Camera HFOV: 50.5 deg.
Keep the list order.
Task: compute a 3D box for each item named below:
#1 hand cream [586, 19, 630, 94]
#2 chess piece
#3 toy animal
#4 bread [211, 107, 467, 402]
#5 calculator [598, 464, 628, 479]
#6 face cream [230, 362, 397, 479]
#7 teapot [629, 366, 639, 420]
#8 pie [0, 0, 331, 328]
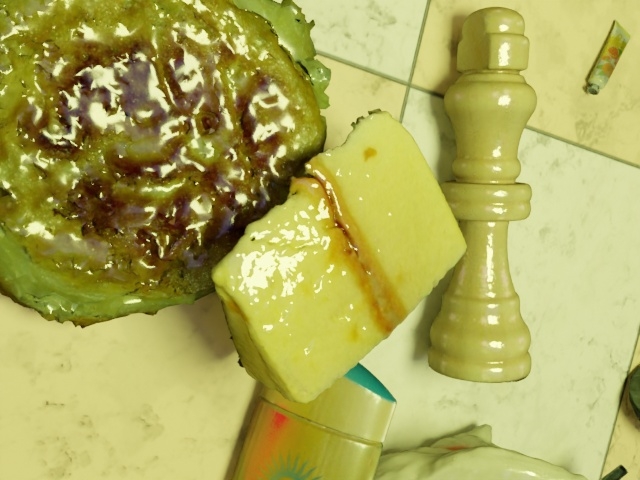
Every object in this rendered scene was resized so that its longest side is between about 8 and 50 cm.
[{"bbox_3d":[0.366,-0.231,0.861,0.035,0.022,0.102,34,78,-21],"label":"hand cream"},{"bbox_3d":[0.184,-0.049,0.747,0.117,0.117,0.398,-4,100,-28],"label":"chess piece"},{"bbox_3d":[0.112,0.343,0.772,0.266,0.188,0.308,13,99,-6],"label":"toy animal"},{"bbox_3d":[0.000,0.000,0.618,0.240,0.135,0.178,-42,119,-25],"label":"bread"},{"bbox_3d":[0.283,0.384,0.881,0.261,0.021,0.161,-25,150,-23],"label":"calculator"},{"bbox_3d":[-0.021,0.244,0.687,0.139,0.067,0.285,18,90,15],"label":"face cream"},{"bbox_3d":[0.511,0.231,0.999,0.111,0.149,0.108,-14,129,13],"label":"teapot"},{"bbox_3d":[-0.140,-0.090,0.564,0.288,0.103,0.355,39,80,-27],"label":"pie"}]
